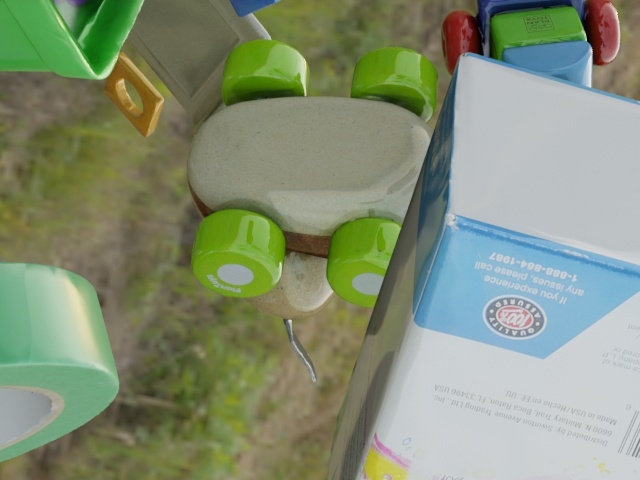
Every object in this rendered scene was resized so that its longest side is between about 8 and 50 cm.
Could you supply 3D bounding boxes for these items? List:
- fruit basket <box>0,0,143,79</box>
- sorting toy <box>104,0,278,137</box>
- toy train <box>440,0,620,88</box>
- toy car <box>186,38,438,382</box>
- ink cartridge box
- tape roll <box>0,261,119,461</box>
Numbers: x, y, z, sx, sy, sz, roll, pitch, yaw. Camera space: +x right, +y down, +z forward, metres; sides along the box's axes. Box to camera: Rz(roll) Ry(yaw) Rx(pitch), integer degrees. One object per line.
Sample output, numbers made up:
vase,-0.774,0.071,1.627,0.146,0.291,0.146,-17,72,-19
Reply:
fruit basket,-0.190,-0.301,1.222,0.283,0.392,0.392,-75,159,-46
sorting toy,-0.118,-0.202,1.558,0.047,0.348,0.196,-34,88,-29
toy train,0.135,-0.020,1.117,0.143,0.105,0.248,-97,-178,-52
toy car,0.000,0.000,1.099,0.188,0.149,0.155,87,8,-54
ink cartridge box,0.056,0.042,0.479,0.090,0.092,0.143,-81,-172,-58
tape roll,-0.307,0.110,1.311,0.321,0.321,0.077,23,48,-64
